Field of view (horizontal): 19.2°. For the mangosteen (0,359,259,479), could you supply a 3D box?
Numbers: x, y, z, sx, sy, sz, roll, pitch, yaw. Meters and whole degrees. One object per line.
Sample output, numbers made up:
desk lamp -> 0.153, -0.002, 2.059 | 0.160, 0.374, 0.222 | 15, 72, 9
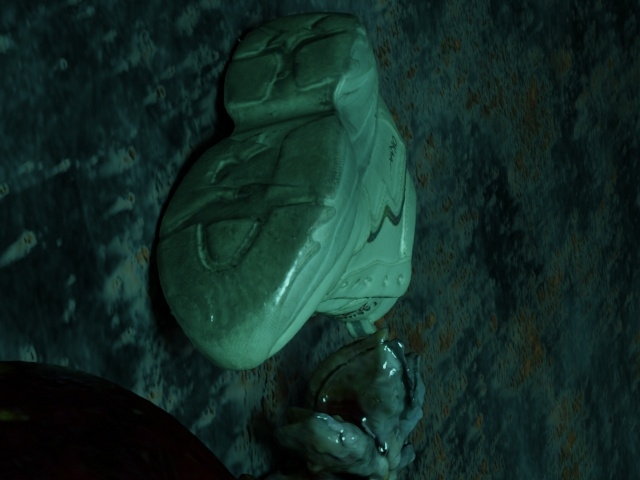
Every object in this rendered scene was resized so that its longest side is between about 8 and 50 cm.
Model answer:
mangosteen -> -0.164, 0.215, 0.808 | 0.306, 0.359, 0.306 | 157, -90, -85

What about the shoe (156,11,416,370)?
shoe -> 0.000, 0.000, 1.372 | 0.342, 0.132, 0.210 | -74, 145, -49

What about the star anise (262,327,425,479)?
star anise -> 0.025, 0.168, 1.409 | 0.229, 0.093, 0.236 | -61, 151, -31
